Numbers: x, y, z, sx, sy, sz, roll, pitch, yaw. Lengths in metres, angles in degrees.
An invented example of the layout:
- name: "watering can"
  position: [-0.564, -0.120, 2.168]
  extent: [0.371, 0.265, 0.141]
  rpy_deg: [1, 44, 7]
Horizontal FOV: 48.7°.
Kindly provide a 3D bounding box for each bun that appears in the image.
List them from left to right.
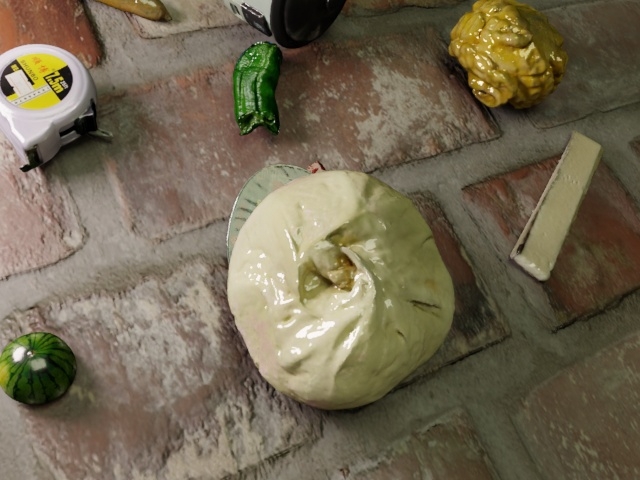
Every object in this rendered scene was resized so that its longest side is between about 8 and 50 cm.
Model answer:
- name: "bun"
  position: [0.035, 0.069, 1.047]
  extent: [0.360, 0.213, 0.361]
  rpy_deg: [1, 77, -7]

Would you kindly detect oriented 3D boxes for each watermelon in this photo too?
- name: "watermelon"
  position: [-0.392, 0.171, 0.980]
  extent: [0.105, 0.062, 0.106]
  rpy_deg: [10, 55, -15]

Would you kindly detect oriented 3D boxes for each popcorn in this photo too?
- name: "popcorn"
  position: [0.392, -0.384, 1.472]
  extent: [0.250, 0.190, 0.250]
  rpy_deg: [14, 47, -16]

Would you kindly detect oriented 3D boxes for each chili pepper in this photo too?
- name: "chili pepper"
  position: [-0.119, -0.278, 1.321]
  extent: [0.097, 0.061, 0.225]
  rpy_deg: [12, 60, -16]

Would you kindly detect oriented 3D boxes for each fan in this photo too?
- name: "fan"
  position: [-0.019, -0.028, 1.175]
  extent: [0.294, 0.012, 0.223]
  rpy_deg: [-16, 83, -8]

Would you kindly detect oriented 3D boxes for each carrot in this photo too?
- name: "carrot"
  position: [-0.444, -0.491, 1.341]
  extent: [0.342, 0.070, 0.070]
  rpy_deg: [17, 58, -10]

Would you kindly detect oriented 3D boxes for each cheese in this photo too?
- name: "cheese"
  position: [0.480, -0.080, 1.412]
  extent: [0.085, 0.034, 0.400]
  rpy_deg: [35, 58, -1]

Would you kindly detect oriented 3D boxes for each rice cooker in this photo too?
- name: "rice cooker"
  position: [-0.058, -0.506, 1.353]
  extent: [0.227, 0.280, 0.241]
  rpy_deg: [36, 78, 20]

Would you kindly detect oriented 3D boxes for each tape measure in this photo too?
- name: "tape measure"
  position: [-0.457, -0.227, 1.168]
  extent: [0.178, 0.105, 0.196]
  rpy_deg: [-31, 72, -22]

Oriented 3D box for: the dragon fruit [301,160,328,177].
- name: "dragon fruit"
  position: [0.007, -0.044, 1.222]
  extent: [0.106, 0.083, 0.162]
  rpy_deg: [-42, 92, -11]
